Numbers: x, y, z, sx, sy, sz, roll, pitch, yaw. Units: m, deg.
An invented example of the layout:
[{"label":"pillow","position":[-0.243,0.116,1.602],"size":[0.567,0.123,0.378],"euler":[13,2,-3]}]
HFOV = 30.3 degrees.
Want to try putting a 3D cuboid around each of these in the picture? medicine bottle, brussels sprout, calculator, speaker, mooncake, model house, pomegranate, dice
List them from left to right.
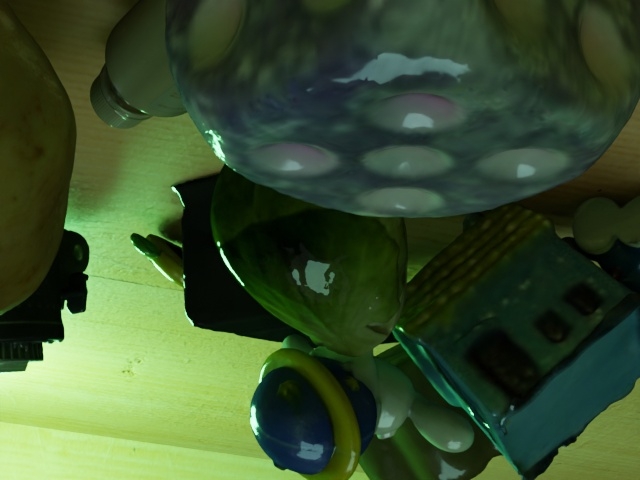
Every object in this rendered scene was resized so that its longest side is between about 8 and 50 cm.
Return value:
[{"label":"pomegranate","position":[-0.423,-0.091,1.132],"size":[0.411,0.412,0.411],"euler":[5,157,2]},{"label":"medicine bottle","position":[-0.147,-0.181,1.151],"size":[0.114,0.114,0.252],"euler":[19,153,-29]},{"label":"calculator","position":[-0.182,0.046,1.708],"size":[0.235,0.032,0.146],"euler":[28,-173,-38]},{"label":"speaker","position":[-0.031,0.041,1.655],"size":[0.180,0.184,0.388],"euler":[-9,164,35]},{"label":"brussels sprout","position":[0.000,0.000,1.376],"size":[0.219,0.210,0.271],"euler":[-19,113,29]},{"label":"dice","position":[0.065,-0.182,0.878],"size":[0.271,0.270,0.270],"euler":[-15,155,42]},{"label":"mooncake","position":[0.204,0.227,1.741],"size":[0.378,0.201,0.378],"euler":[-25,178,-1]},{"label":"model house","position":[0.236,0.102,1.463],"size":[0.237,0.303,0.215],"euler":[-40,138,-6]}]

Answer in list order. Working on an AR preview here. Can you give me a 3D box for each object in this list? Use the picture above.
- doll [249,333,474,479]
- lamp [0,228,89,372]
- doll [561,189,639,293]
[{"label":"doll","position":[0.004,0.178,1.483],"size":[0.242,0.160,0.311],"euler":[-23,-150,-26]},{"label":"lamp","position":[-0.450,0.044,1.556],"size":[0.205,0.272,0.374],"euler":[-8,153,26]},{"label":"doll","position":[0.421,0.034,1.514],"size":[0.215,0.161,0.257],"euler":[5,145,37]}]
